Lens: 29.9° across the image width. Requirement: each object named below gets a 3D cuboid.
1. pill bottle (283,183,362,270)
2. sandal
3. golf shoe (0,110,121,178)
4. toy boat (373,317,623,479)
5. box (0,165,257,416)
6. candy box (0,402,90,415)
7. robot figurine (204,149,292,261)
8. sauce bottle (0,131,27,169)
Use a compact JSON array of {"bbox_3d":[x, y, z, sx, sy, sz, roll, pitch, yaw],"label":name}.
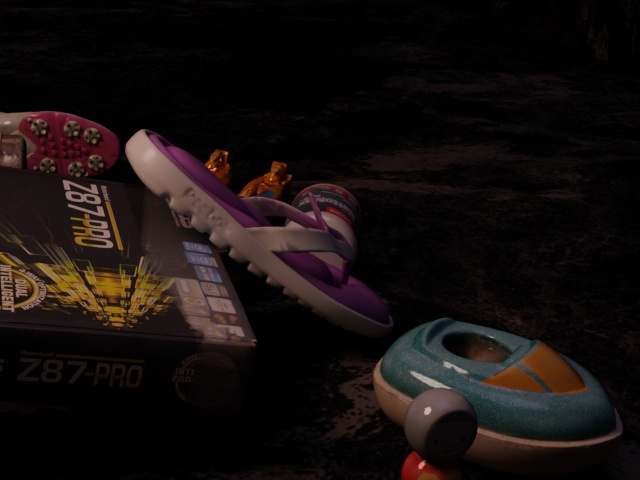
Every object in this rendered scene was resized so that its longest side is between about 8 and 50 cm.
[{"bbox_3d":[0.000,0.000,1.632,0.108,0.108,0.180,7,23,2],"label":"pill bottle"},{"bbox_3d":[-0.042,-0.012,1.403,0.416,0.102,0.169,35,11,-32],"label":"sandal"},{"bbox_3d":[-0.473,-0.164,1.912,0.306,0.115,0.140,3,19,-11],"label":"golf shoe"},{"bbox_3d":[0.162,0.168,1.211,0.267,0.148,0.318,16,24,22],"label":"toy boat"},{"bbox_3d":[-0.264,0.040,1.274,0.318,0.097,0.395,9,22,-19],"label":"box"},{"bbox_3d":[-0.307,0.120,1.309,0.233,0.071,0.159,-2,25,-18],"label":"candy box"},{"bbox_3d":[-0.161,-0.049,1.738,0.211,0.085,0.291,12,23,17],"label":"robot figurine"},{"bbox_3d":[-0.603,-0.110,1.741,0.344,0.111,0.111,2,23,-12],"label":"sauce bottle"}]
